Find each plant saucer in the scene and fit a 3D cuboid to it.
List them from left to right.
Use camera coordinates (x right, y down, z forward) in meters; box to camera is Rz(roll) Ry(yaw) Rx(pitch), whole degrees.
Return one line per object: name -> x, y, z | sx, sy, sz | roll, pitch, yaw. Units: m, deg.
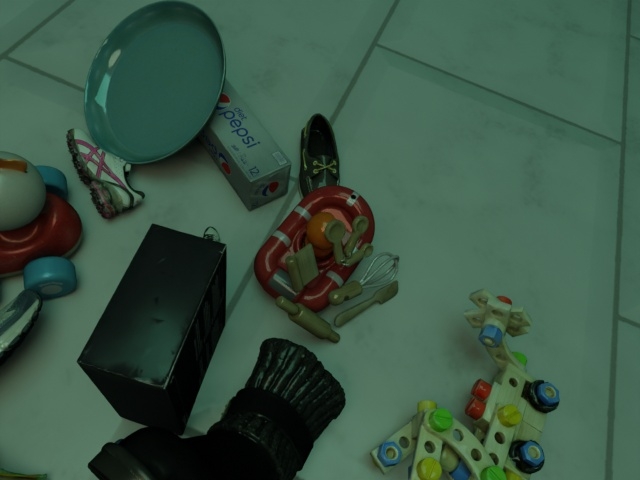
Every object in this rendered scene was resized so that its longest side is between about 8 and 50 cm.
plant saucer -> -0.306, -0.291, 0.930 | 0.318, 0.044, 0.317 | -4, 80, 20

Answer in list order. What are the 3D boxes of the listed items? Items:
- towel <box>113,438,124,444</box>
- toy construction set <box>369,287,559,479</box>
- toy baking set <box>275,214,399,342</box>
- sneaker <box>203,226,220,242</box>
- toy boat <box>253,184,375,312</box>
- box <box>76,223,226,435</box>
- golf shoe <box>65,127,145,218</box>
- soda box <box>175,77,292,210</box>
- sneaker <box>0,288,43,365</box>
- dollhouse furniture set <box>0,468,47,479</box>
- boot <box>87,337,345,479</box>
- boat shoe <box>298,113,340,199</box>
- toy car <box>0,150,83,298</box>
towel -> -0.227, 0.312, 0.651 | 0.029, 0.067, 0.119 | -38, 73, -27
toy construction set -> 0.240, 0.245, 0.753 | 0.215, 0.151, 0.327 | 31, 69, 8
toy baking set -> 0.043, 0.073, 0.792 | 0.197, 0.256, 0.030 | -49, 43, -7
sneaker -> -0.190, 0.007, 0.862 | 0.032, 0.037, 0.083 | -1, 58, -10
toy boat -> 0.000, 0.000, 0.824 | 0.151, 0.151, 0.231 | 36, 66, 4
box -> -0.200, 0.130, 0.653 | 0.103, 0.261, 0.184 | 15, 57, -2
golf shoe -> -0.387, -0.127, 0.888 | 0.086, 0.067, 0.186 | -27, 77, -29
soda box -> -0.170, -0.201, 0.956 | 0.091, 0.098, 0.286 | -28, 68, -23
sneaker -> -0.500, 0.154, 0.644 | 0.122, 0.110, 0.283 | 47, 57, -11
dollhouse furniture set -> -0.450, 0.394, 0.512 | 0.151, 0.197, 0.301 | -18, 48, 17
boot -> -0.092, 0.221, 0.587 | 0.131, 0.348, 0.260 | 24, 61, 24
boat shoe -> -0.002, -0.148, 0.975 | 0.081, 0.068, 0.227 | -1, 59, -13
toy car -> -0.478, -0.050, 0.718 | 0.210, 0.238, 0.219 | -10, 62, -17
